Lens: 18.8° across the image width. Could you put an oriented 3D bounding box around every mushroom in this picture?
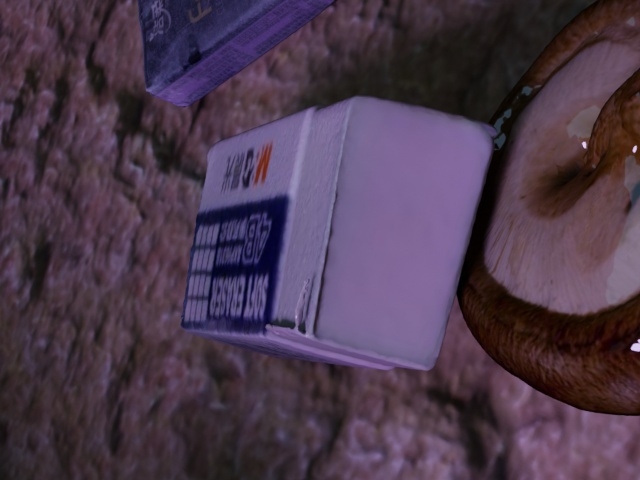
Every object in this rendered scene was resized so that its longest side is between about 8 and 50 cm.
[{"bbox_3d":[0.161,-0.012,0.912,0.194,0.138,0.231,-49,27,45],"label":"mushroom"}]

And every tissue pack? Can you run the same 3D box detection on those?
[{"bbox_3d":[-0.058,-0.172,1.301,0.156,0.051,0.112,-32,51,36],"label":"tissue pack"}]

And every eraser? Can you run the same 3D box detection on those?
[{"bbox_3d":[0.000,0.000,1.036,0.287,0.086,0.130,178,106,-74],"label":"eraser"}]
